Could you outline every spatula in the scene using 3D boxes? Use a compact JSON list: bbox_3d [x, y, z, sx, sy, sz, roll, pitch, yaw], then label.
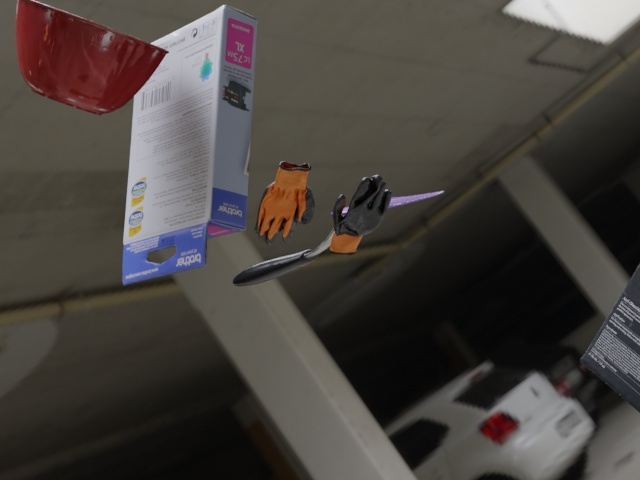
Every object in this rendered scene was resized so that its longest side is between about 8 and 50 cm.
[{"bbox_3d":[0.000,0.000,1.260,0.084,0.030,0.296,-16,-10,-45],"label":"spatula"}]

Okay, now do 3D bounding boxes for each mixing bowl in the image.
[{"bbox_3d":[-0.275,-0.203,1.393,0.098,0.181,0.181,-69,-18,6],"label":"mixing bowl"}]

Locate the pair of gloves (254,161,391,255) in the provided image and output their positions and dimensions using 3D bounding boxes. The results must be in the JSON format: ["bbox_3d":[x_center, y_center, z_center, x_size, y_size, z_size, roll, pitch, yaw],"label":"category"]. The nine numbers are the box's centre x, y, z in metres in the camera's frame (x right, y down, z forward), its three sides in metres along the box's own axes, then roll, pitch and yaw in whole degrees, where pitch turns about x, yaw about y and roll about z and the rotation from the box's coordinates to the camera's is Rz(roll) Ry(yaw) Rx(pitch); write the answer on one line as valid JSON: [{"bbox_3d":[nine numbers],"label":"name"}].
[{"bbox_3d":[0.001,-0.018,0.779,0.083,0.010,0.074,6,-44,-18],"label":"pair of gloves"}]

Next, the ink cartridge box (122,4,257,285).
[{"bbox_3d":[-0.158,-0.104,1.455,0.065,0.311,0.186,16,-19,-38],"label":"ink cartridge box"}]

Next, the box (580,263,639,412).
[{"bbox_3d":[0.492,0.159,1.579,0.103,0.261,0.184,12,-68,-38],"label":"box"}]
